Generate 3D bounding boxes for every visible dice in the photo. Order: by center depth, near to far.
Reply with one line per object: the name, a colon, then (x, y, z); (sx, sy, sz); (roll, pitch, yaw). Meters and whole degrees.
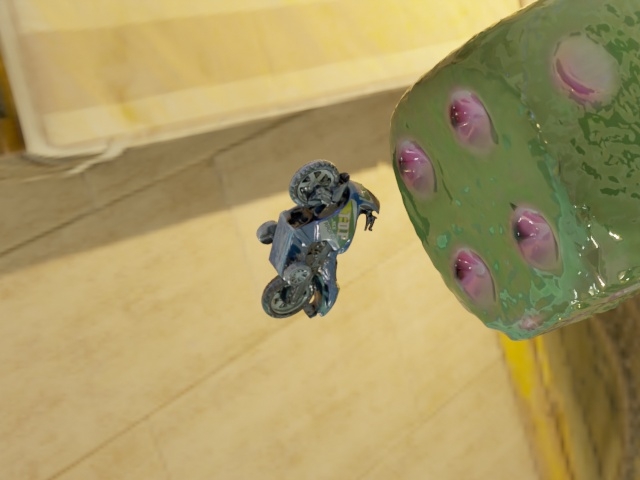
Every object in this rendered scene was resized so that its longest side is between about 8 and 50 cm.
dice: (0.294, -0.090, 1.603); (0.318, 0.322, 0.330); (-24, 81, -27)

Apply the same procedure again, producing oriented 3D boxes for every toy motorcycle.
toy motorcycle: (0.000, 0.000, 1.824); (0.136, 0.092, 0.254); (-8, 132, -30)
